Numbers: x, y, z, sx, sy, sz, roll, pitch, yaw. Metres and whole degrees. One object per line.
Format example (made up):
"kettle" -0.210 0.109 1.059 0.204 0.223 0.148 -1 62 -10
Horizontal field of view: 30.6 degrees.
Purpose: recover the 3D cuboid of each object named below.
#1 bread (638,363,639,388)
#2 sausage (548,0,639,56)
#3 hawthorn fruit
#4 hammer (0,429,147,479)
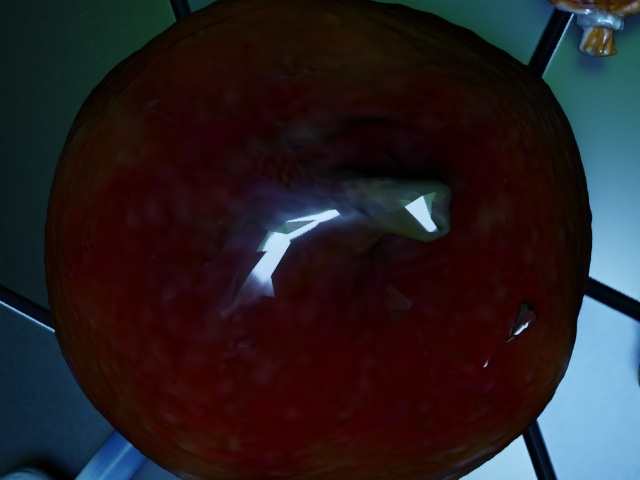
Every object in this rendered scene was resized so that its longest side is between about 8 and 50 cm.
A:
"bread" 0.258 -0.022 0.655 0.139 0.077 0.271 12 96 13
"sausage" 0.174 -0.260 0.656 0.093 0.093 0.312 9 93 10
"hawthorn fruit" -0.008 0.006 0.594 0.295 0.311 0.295 2 94 23
"hammer" -0.131 0.149 0.740 0.116 0.069 0.194 40 93 8
